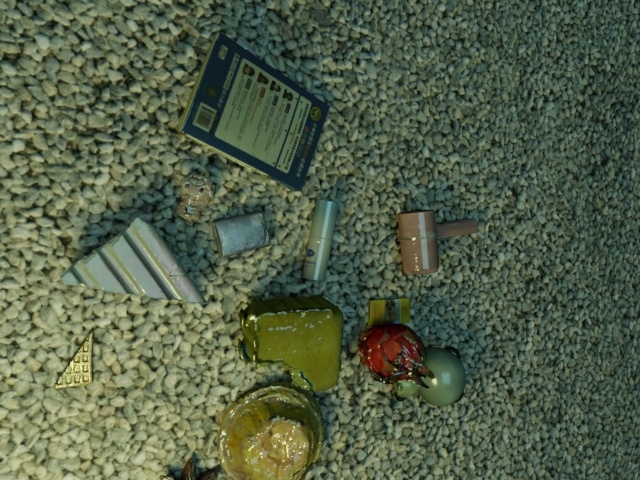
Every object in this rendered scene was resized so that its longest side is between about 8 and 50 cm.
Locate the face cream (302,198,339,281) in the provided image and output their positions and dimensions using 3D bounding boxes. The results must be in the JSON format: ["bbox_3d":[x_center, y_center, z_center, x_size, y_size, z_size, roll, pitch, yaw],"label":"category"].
[{"bbox_3d":[0.000,0.000,1.639,0.077,0.077,0.250,12,86,-23],"label":"face cream"}]

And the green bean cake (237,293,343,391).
[{"bbox_3d":[-0.100,0.305,1.552,0.309,0.202,0.285,2,102,-22],"label":"green bean cake"}]

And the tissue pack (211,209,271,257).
[{"bbox_3d":[-0.236,-0.020,1.554,0.156,0.051,0.113,-15,94,-22],"label":"tissue pack"}]

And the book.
[{"bbox_3d":[-0.174,-0.357,1.518,0.427,0.039,0.300,25,81,-38],"label":"book"}]

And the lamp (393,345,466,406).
[{"bbox_3d":[0.366,0.463,1.761,0.243,0.198,0.198,-7,94,0],"label":"lamp"}]

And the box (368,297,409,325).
[{"bbox_3d":[0.234,0.241,1.775,0.155,0.023,0.087,-1,88,-24],"label":"box"}]

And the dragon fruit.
[{"bbox_3d":[0.241,0.361,1.661,0.192,0.273,0.193,22,84,-55],"label":"dragon fruit"}]

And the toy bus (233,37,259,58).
[{"bbox_3d":[-0.272,-0.439,1.510,0.112,0.090,0.274,31,79,-27],"label":"toy bus"}]

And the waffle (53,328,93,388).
[{"bbox_3d":[-0.656,0.314,1.393,0.097,0.023,0.153,2,92,-24],"label":"waffle"}]

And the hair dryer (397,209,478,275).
[{"bbox_3d":[0.427,-0.010,1.811,0.352,0.125,0.211,-9,95,-30],"label":"hair dryer"}]

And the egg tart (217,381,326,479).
[{"bbox_3d":[-0.132,0.603,1.560,0.351,0.150,0.353,0,89,-20],"label":"egg tart"}]

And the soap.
[{"bbox_3d":[-0.491,0.126,1.387,0.257,0.159,0.302,-38,103,-22],"label":"soap"}]

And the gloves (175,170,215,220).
[{"bbox_3d":[-0.356,-0.126,1.482,0.110,0.094,0.145,2,98,-12],"label":"gloves"}]

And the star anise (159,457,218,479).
[{"bbox_3d":[-0.385,0.726,1.491,0.212,0.073,0.197,-45,109,-19],"label":"star anise"}]
